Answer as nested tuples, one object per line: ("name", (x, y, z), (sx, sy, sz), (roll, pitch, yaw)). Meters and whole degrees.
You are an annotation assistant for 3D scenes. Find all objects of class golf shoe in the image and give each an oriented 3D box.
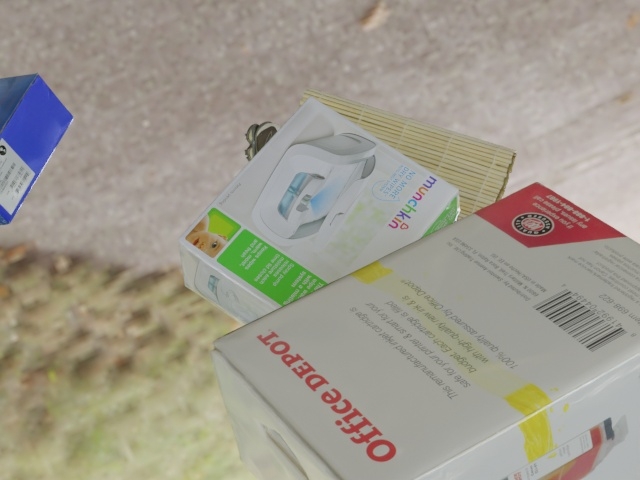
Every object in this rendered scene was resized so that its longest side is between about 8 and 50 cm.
("golf shoe", (-0.070, -0.100, 2.617), (0.077, 0.198, 0.094), (-25, -161, -39))

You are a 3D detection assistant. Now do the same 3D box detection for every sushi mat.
("sushi mat", (0.094, -0.097, 2.109), (0.316, 0.151, 0.019), (19, 168, 19))

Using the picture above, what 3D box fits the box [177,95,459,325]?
("box", (0.000, 0.000, 1.896), (0.262, 0.231, 0.127), (-48, 160, -22))

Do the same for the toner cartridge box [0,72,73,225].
("toner cartridge box", (-0.458, -0.093, 1.785), (0.347, 0.075, 0.165), (-3, -133, 35))

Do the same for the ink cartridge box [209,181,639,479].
("ink cartridge box", (0.134, 0.133, 1.419), (0.384, 0.160, 0.279), (-25, -144, -20))
